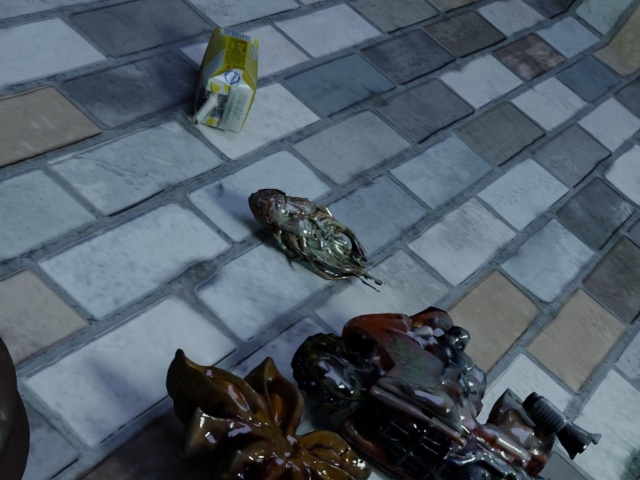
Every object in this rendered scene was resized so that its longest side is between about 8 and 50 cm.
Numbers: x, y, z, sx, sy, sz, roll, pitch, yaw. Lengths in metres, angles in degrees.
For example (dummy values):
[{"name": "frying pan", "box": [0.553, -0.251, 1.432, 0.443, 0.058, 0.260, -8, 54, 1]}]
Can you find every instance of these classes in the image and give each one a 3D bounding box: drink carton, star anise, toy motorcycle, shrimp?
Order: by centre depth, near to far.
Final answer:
[{"name": "star anise", "box": [-0.043, 0.195, 1.175, 0.214, 0.099, 0.220, 29, 22, -40]}, {"name": "toy motorcycle", "box": [0.162, 0.192, 1.353, 0.401, 0.134, 0.207, 35, 35, 1]}, {"name": "shrimp", "box": [-0.001, 0.001, 1.526, 0.190, 0.075, 0.073, 41, -4, -11]}, {"name": "drink carton", "box": [-0.118, -0.191, 1.665, 0.074, 0.084, 0.200, 17, 34, -12]}]

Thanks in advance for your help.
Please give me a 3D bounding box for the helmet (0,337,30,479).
[{"name": "helmet", "box": [-0.332, 0.123, 0.892, 0.305, 0.177, 0.225, 10, 40, -40]}]
